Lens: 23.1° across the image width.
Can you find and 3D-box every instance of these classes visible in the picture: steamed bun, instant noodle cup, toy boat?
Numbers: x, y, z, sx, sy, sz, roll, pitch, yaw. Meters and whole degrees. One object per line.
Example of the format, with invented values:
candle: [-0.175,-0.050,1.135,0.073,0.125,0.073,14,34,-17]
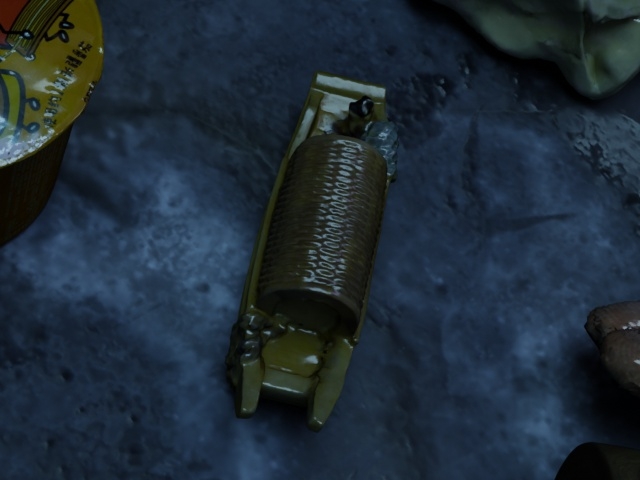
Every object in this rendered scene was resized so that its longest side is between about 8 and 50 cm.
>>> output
steamed bun: [0.224,-0.294,1.298,0.280,0.207,0.268,32,60,4]
instant noodle cup: [-0.265,-0.097,1.102,0.216,0.172,0.215,5,61,-9]
toy boat: [0.000,0.000,1.141,0.089,0.115,0.310,17,60,-3]

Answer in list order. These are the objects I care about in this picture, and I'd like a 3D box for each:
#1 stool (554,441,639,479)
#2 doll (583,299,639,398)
stool: [0.289,0.243,1.038,0.264,0.179,0.179,10,61,-6]
doll: [0.351,0.081,1.130,0.303,0.156,0.201,17,26,-11]
